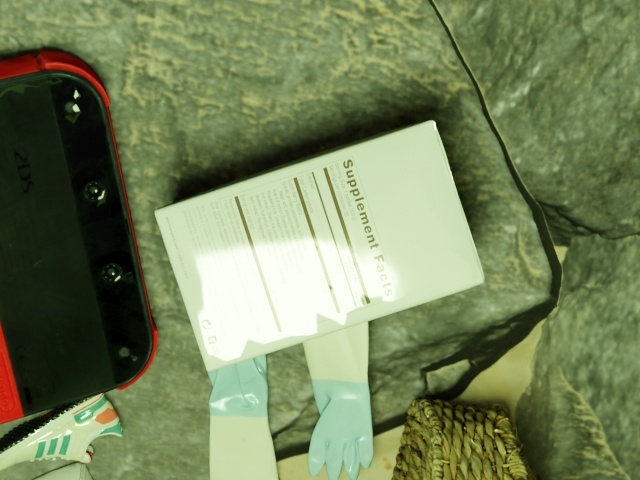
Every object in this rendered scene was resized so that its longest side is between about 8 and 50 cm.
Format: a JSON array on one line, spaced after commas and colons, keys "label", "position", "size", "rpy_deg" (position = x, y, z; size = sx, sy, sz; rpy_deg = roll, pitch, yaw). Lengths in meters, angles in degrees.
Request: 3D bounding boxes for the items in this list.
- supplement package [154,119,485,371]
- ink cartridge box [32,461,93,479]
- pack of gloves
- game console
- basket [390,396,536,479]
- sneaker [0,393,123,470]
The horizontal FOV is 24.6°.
[{"label": "supplement package", "position": [0.000, 0.000, 1.523], "size": [0.293, 0.177, 0.175], "rpy_deg": [-18, 93, 1]}, {"label": "ink cartridge box", "position": [-0.271, 0.387, 1.671], "size": [0.092, 0.158, 0.218], "rpy_deg": [-20, 111, 3]}, {"label": "pack of gloves", "position": [-0.036, 0.173, 1.686], "size": [0.195, 0.046, 0.232], "rpy_deg": [1, 112, 9]}, {"label": "game console", "position": [-0.358, 0.016, 1.533], "size": [0.342, 0.060, 0.386], "rpy_deg": [-15, 112, -15]}, {"label": "basket", "position": [0.202, 0.303, 1.609], "size": [0.223, 0.299, 0.213], "rpy_deg": [11, 107, -4]}, {"label": "sneaker", "position": [-0.298, 0.233, 1.664], "size": [0.161, 0.057, 0.075], "rpy_deg": [-31, 105, 3]}]
